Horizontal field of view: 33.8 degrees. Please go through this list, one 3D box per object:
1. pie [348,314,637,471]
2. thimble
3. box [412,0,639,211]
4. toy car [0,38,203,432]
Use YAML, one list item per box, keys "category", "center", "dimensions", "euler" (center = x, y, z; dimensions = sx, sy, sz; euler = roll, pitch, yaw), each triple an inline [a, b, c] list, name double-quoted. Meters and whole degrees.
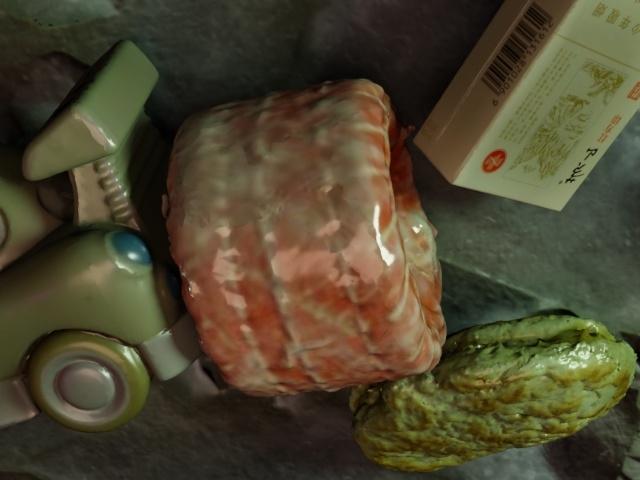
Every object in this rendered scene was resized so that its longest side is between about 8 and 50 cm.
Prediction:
- category: "pie"
  center: [0.140, 0.123, 0.882]
  dimensions: [0.247, 0.090, 0.201]
  euler: [-16, 148, 15]
- category: "thimble"
  center: [0.000, 0.000, 0.780]
  dimensions: [0.162, 0.239, 0.239]
  euler: [-12, 114, 12]
- category: "box"
  center: [0.177, -0.123, 0.762]
  dimensions: [0.141, 0.058, 0.201]
  euler: [8, 123, -41]
- category: "toy car"
  center: [-0.257, 0.017, 0.800]
  dimensions: [0.335, 0.242, 0.226]
  euler: [-15, 116, 10]
